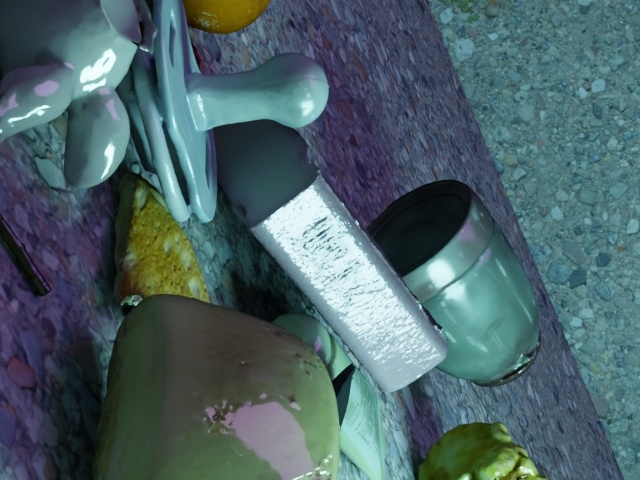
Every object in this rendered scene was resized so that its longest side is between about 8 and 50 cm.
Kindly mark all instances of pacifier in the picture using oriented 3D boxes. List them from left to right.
[{"bbox_3d":[-0.103,-0.147,1.502,0.238,0.226,0.287,-96,174,-45],"label":"pacifier"}]

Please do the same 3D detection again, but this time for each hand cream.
[{"bbox_3d":[0.022,0.196,1.768,0.306,0.093,0.147,50,28,-47],"label":"hand cream"}]

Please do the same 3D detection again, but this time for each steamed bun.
[{"bbox_3d":[-0.085,0.160,1.262,0.232,0.166,0.273,16,43,-14],"label":"steamed bun"}]

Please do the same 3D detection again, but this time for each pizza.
[{"bbox_3d":[-0.174,0.048,1.471,0.181,0.034,0.262,58,18,-28],"label":"pizza"}]

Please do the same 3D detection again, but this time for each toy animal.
[{"bbox_3d":[-0.263,-0.228,1.359,0.208,0.154,0.325,30,45,-52],"label":"toy animal"}]

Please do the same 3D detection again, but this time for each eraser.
[{"bbox_3d":[0.000,0.000,1.772,0.359,0.122,0.272,53,0,-39],"label":"eraser"}]

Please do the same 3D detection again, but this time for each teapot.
[{"bbox_3d":[0.200,0.088,2.191,0.312,0.233,0.315,52,-13,-25],"label":"teapot"}]

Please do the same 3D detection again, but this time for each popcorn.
[{"bbox_3d":[0.257,0.381,2.045,0.200,0.203,0.226,48,35,-32],"label":"popcorn"}]

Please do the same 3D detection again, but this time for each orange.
[{"bbox_3d":[-0.139,-0.382,1.804,0.224,0.170,0.224,-178,-90,-79],"label":"orange"}]

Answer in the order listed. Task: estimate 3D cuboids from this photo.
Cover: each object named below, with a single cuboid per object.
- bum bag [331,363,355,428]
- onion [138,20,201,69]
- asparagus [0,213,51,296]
[{"bbox_3d":[-0.014,0.237,1.569,0.248,0.060,0.123,-70,177,-58],"label":"bum bag"},{"bbox_3d":[-0.191,-0.215,1.636,0.107,0.097,0.107,26,35,-20],"label":"onion"},{"bbox_3d":[-0.283,-0.002,1.257,0.127,0.015,0.018,60,18,-23],"label":"asparagus"}]
